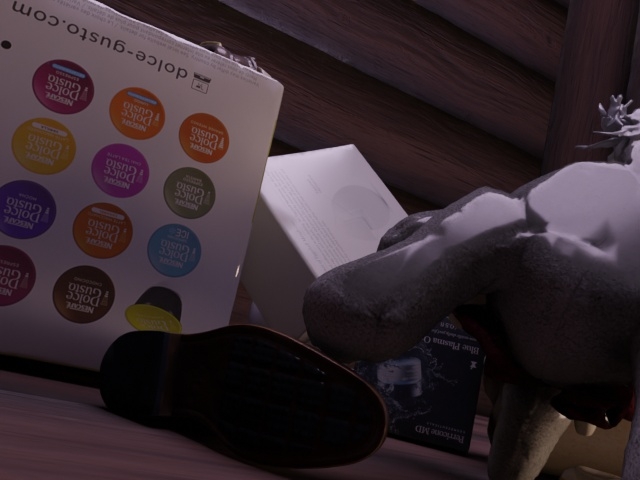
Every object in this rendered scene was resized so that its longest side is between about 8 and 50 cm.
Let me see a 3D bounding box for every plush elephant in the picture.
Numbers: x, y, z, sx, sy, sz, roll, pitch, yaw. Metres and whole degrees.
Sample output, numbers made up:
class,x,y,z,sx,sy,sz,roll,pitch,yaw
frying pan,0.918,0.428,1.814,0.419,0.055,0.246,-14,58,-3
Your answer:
class,x,y,z,sx,sy,sz,roll,pitch,yaw
plush elephant,0.181,0.076,0.445,0.272,0.330,0.255,22,-36,28

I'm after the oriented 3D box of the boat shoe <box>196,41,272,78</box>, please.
class,x,y,z,sx,sy,sz,roll,pitch,yaw
boat shoe,-0.213,-0.216,0.834,0.325,0.116,0.097,8,-16,40

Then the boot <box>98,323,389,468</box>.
class,x,y,z,sx,sy,sz,roll,pitch,yaw
boot,-0.038,0.102,0.408,0.219,0.082,0.106,4,-12,31

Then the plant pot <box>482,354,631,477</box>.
class,x,y,z,sx,sy,sz,roll,pitch,yaw
plant pot,0.361,0.161,0.701,0.306,0.333,0.334,0,-14,8

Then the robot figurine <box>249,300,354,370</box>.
class,x,y,z,sx,sy,sz,roll,pitch,yaw
robot figurine,-0.030,0.167,1.093,0.300,0.200,0.353,46,-19,14

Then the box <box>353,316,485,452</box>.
class,x,y,z,sx,sy,sz,roll,pitch,yaw
box,0.124,0.174,0.763,0.156,0.158,0.093,11,-14,10

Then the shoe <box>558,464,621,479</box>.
class,x,y,z,sx,sy,sz,roll,pitch,yaw
shoe,0.301,0.205,0.452,0.219,0.058,0.076,9,-13,23

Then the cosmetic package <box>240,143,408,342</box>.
class,x,y,z,sx,sy,sz,roll,pitch,yaw
cosmetic package,0.000,0.000,0.826,0.225,0.224,0.138,-15,-26,-44

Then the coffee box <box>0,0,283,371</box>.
class,x,y,z,sx,sy,sz,roll,pitch,yaw
coffee box,-0.284,-0.037,0.667,0.338,0.334,0.338,18,-14,-23
